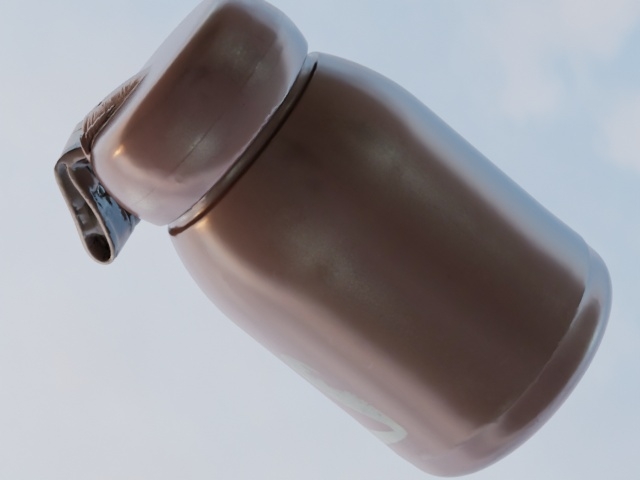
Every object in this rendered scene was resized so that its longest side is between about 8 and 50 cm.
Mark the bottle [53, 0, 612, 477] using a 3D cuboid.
[{"bbox_3d":[0.000,0.000,0.809,0.297,0.206,0.173,39,-144,-16],"label":"bottle"}]
